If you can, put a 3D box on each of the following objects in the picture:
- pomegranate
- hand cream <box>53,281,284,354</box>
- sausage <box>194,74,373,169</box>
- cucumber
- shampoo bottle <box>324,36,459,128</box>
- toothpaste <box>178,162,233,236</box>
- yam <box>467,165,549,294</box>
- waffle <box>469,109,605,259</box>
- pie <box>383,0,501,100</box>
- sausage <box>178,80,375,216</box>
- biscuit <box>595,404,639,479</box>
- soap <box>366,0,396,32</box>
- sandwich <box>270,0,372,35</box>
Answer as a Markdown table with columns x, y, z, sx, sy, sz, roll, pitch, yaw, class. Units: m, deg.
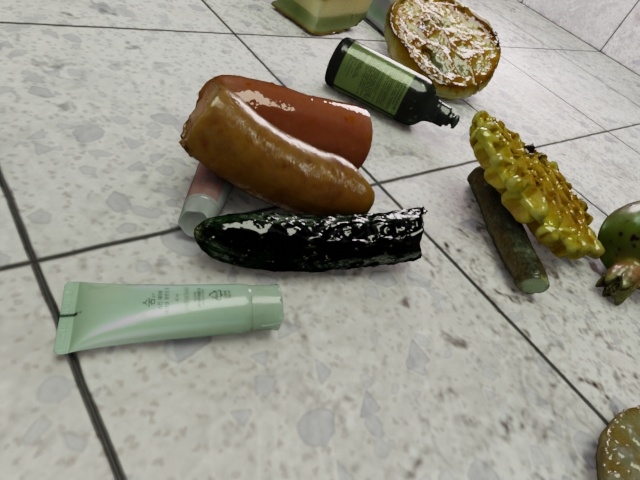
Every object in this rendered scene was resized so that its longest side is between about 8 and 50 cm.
| x | y | z | sx | sy | sz | roll | pitch | yaw | class |
| --- | --- | --- | --- | --- | --- | --- | --- | --- | --- |
| 0.537 | 0.024 | 0.751 | 0.205 | 0.159 | 0.159 | -38 | 68 | -17 | pomegranate |
| -0.139 | 0.069 | 0.442 | 0.205 | 0.050 | 0.078 | 1 | 49 | -19 | hand cream |
| -0.052 | -0.167 | 0.669 | 0.259 | 0.113 | 0.113 | 6 | 45 | -25 | sausage |
| 0.000 | 0.000 | 0.557 | 0.303 | 0.081 | 0.072 | -4 | 20 | -24 | cucumber |
| 0.152 | -0.301 | 0.916 | 0.284 | 0.101 | 0.101 | 29 | 42 | 4 | shampoo bottle |
| -0.142 | -0.077 | 0.596 | 0.067 | 0.043 | 0.194 | 19 | 36 | -11 | toothpaste |
| 0.301 | -0.029 | 0.746 | 0.061 | 0.061 | 0.274 | 12 | 44 | -14 | yam |
| 0.361 | -0.093 | 0.769 | 0.309 | 0.065 | 0.283 | 54 | 37 | 3 | waffle |
| 0.300 | -0.480 | 1.134 | 0.315 | 0.092 | 0.315 | 6 | 68 | -14 | pie |
| -0.045 | -0.095 | 0.589 | 0.270 | 0.109 | 0.109 | 22 | 39 | -27 | sausage |
| 0.411 | 0.258 | 0.520 | 0.290 | 0.038 | 0.141 | 13 | 42 | -16 | biscuit |
| 0.242 | -0.683 | 1.336 | 0.208 | 0.115 | 0.347 | -13 | 54 | -33 | soap |
| 0.001 | -0.629 | 1.170 | 0.186 | 0.108 | 0.220 | 43 | 47 | 18 | sandwich |
